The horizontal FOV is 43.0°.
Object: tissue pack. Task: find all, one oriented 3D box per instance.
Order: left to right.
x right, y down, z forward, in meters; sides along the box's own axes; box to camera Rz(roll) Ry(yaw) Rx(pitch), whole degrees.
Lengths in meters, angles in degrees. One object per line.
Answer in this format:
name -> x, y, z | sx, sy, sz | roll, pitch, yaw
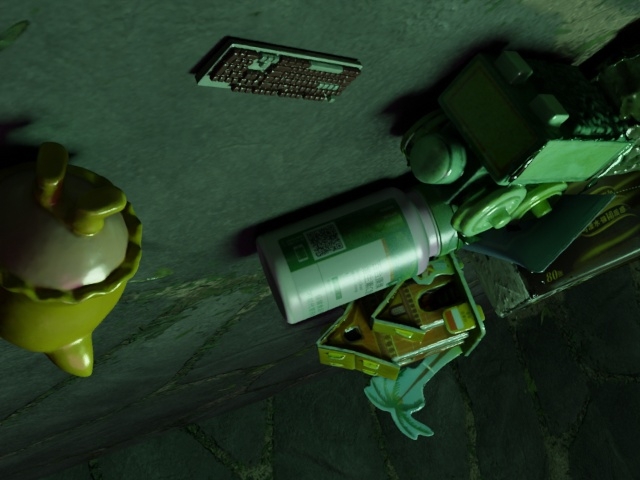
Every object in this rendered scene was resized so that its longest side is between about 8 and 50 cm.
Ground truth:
tissue pack -> 0.451, -0.024, 1.468 | 0.370, 0.210, 0.198 | -21, 171, -12

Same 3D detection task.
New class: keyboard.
keyboard -> -0.031, -0.142, 0.701 | 0.055, 0.017, 0.166 | -35, 161, 37

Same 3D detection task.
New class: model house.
model house -> 0.162, 0.226, 1.640 | 0.323, 0.340, 0.300 | -18, 163, -2

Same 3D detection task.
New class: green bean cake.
green bean cake -> 0.432, -0.178, 1.060 | 0.255, 0.132, 0.241 | -13, 165, -35

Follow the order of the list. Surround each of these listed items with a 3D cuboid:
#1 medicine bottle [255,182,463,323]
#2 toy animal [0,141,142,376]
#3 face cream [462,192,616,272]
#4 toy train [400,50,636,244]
medicine bottle -> 0.058, 0.007, 1.124 | 0.274, 0.133, 0.133 | -22, 165, -9
toy animal -> -0.231, 0.016, 0.697 | 0.156, 0.156, 0.230 | -12, 151, -35
face cream -> 0.256, -0.023, 1.144 | 0.135, 0.086, 0.385 | -44, -167, -8
toy train -> 0.223, -0.111, 0.937 | 0.271, 0.159, 0.188 | -7, 148, -46
